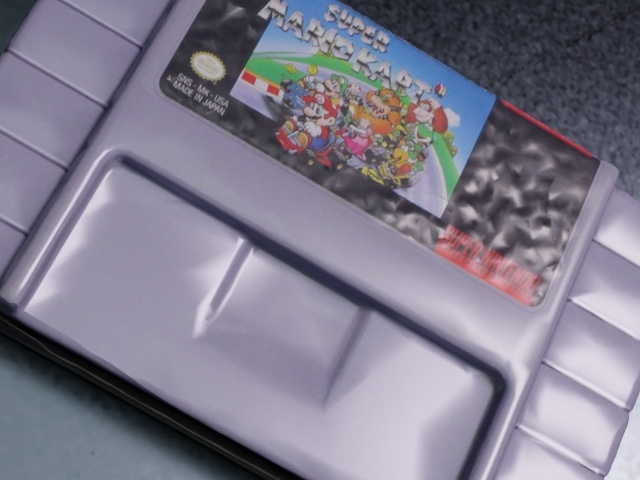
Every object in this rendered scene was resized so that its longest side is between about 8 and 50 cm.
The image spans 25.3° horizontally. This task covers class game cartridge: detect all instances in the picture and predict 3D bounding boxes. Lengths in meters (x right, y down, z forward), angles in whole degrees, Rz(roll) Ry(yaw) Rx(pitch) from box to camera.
[{"bbox_3d":[0.000,0.000,0.698,0.355,0.068,0.230,30,70,-7],"label":"game cartridge"}]
